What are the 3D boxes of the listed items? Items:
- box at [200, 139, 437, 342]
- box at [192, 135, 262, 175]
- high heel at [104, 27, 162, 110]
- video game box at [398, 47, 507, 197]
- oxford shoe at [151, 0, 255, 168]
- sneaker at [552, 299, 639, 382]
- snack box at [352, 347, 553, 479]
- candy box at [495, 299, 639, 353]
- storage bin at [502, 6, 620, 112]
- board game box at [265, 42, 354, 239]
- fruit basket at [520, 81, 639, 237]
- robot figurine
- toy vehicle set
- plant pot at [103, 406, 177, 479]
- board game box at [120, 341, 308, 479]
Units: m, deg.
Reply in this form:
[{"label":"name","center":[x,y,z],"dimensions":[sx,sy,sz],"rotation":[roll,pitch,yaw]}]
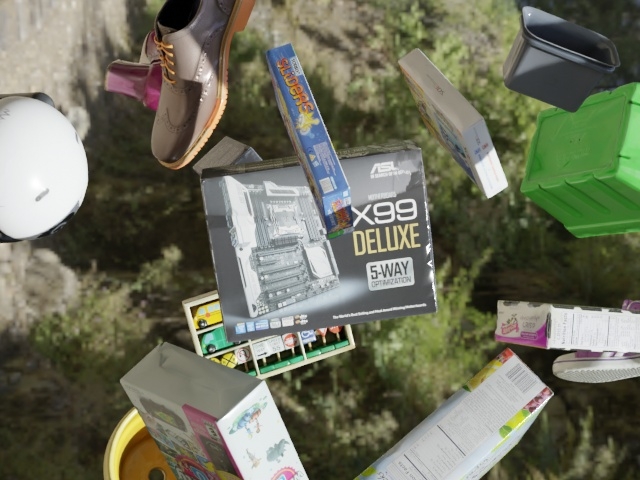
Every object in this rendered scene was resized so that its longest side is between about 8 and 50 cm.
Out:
[{"label":"box","center":[0.000,0.000,1.400],"dimensions":[0.076,0.308,0.242],"rotation":[-106,-171,-73]},{"label":"box","center":[-0.169,-0.126,2.139],"dimensions":[0.153,0.108,0.207],"rotation":[49,-7,-21]},{"label":"high heel","center":[-0.291,-0.338,2.010],"dimensions":[0.377,0.181,0.127],"rotation":[-67,171,-62]},{"label":"video game box","center":[0.217,-0.191,1.619],"dimensions":[0.205,0.048,0.187],"rotation":[56,-2,39]},{"label":"oxford shoe","center":[-0.218,-0.289,1.560],"dimensions":[0.130,0.133,0.363],"rotation":[29,-72,38]},{"label":"sneaker","center":[0.630,0.213,2.127],"dimensions":[0.102,0.282,0.161],"rotation":[74,9,-65]},{"label":"snack box","center":[0.120,0.219,0.983],"dimensions":[0.070,0.207,0.174],"rotation":[45,-21,19]},{"label":"candy box","center":[0.418,0.139,1.569],"dimensions":[0.159,0.233,0.071],"rotation":[176,-81,-71]},{"label":"storage bin","center":[0.306,-0.235,1.302],"dimensions":[0.098,0.135,0.091],"rotation":[-82,-165,-50]},{"label":"board game box","center":[-0.012,-0.116,1.185],"dimensions":[0.136,0.035,0.201],"rotation":[80,-10,-70]},{"label":"fruit basket","center":[0.608,-0.142,1.799],"dimensions":[0.392,0.392,0.282],"rotation":[128,-23,-81]},{"label":"robot figurine","center":[-0.408,-0.077,1.169],"dimensions":[0.173,0.278,0.209],"rotation":[-5,92,-66]},{"label":"toy vehicle set","center":[-0.087,0.144,1.696],"dimensions":[0.035,0.267,0.166],"rotation":[-158,-129,-75]},{"label":"plant pot","center":[-0.281,0.424,1.828],"dimensions":[0.239,0.254,0.254],"rotation":[135,-45,-62]},{"label":"board game box","center":[-0.138,0.312,1.454],"dimensions":[0.224,0.097,0.303],"rotation":[14,-44,43]}]
